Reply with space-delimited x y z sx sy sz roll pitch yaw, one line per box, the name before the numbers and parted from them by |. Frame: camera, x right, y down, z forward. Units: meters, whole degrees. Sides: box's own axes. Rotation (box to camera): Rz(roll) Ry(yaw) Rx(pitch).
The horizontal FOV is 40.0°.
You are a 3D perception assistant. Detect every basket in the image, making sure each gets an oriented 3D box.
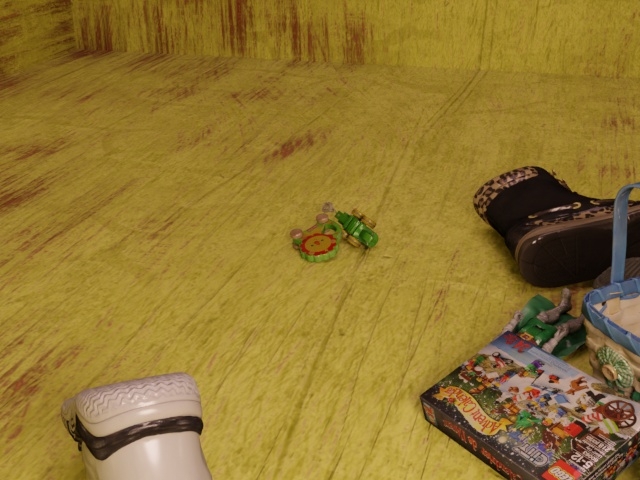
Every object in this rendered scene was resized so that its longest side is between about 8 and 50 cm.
basket | 0.446 0.094 1.042 0.201 0.289 0.254 -9 21 -29

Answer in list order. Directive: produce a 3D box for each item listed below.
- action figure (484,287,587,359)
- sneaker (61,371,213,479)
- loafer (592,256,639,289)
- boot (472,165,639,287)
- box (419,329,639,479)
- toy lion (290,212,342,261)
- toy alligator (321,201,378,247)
action figure | 0.303 0.138 1.238 0.137 0.064 0.232 25 38 39
sneaker | -0.186 0.254 0.906 0.137 0.210 0.366 -8 -10 -17
loafer | 0.507 0.096 1.315 0.094 0.087 0.251 -35 21 -11
boot | 0.475 -0.040 1.548 0.377 0.138 0.284 -11 25 -9
box | 0.254 0.209 1.042 0.159 0.044 0.233 -31 35 -23
toy lion | 0.000 0.000 1.577 0.100 0.034 0.096 -32 42 -28
toy alligator | 0.062 -0.026 1.629 0.051 0.056 0.189 35 2 -33
